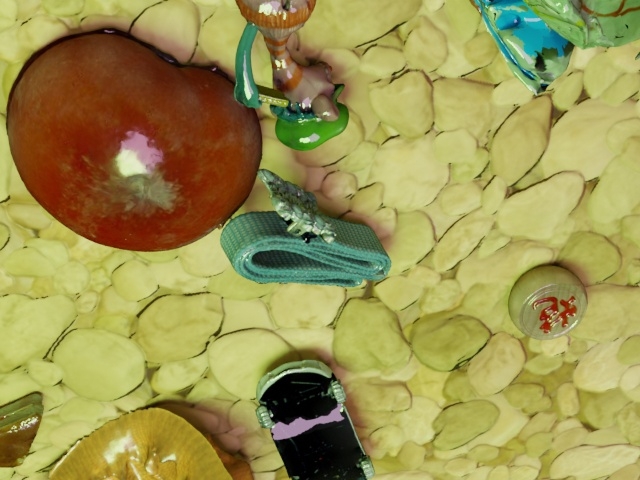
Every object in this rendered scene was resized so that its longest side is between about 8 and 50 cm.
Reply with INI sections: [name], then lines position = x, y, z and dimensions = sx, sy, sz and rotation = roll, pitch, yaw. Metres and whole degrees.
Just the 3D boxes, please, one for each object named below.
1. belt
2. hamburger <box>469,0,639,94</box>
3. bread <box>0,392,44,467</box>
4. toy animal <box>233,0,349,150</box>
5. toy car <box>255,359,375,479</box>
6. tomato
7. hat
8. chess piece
[belt]
position = -0.002, -0.003, 0.922
dimensions = 0.179, 0.065, 0.100
rotation = 7, 129, -41
[hamburger]
position = 0.238, -0.262, 0.776
dimensions = 0.261, 0.150, 0.276
rotation = -18, 123, -2
[bread]
position = -0.325, 0.205, 1.024
dimensions = 0.109, 0.043, 0.062
rotation = -21, 122, 1
[toy animal]
position = -0.032, -0.166, 0.813
dimensions = 0.103, 0.100, 0.208
rotation = -41, 145, -30
[toy car]
position = -0.007, 0.207, 1.081
dimensions = 0.095, 0.056, 0.204
rotation = -19, 120, 1
[tomato]
position = -0.161, -0.061, 0.851
dimensions = 0.228, 0.112, 0.199
rotation = 16, 119, -17
[hat]
position = -0.146, 0.326, 1.096
dimensions = 0.244, 0.233, 0.233
rotation = -19, 151, 14
[chess piece]
position = 0.240, 0.066, 1.051
dimensions = 0.084, 0.038, 0.083
rotation = -6, 124, -9
